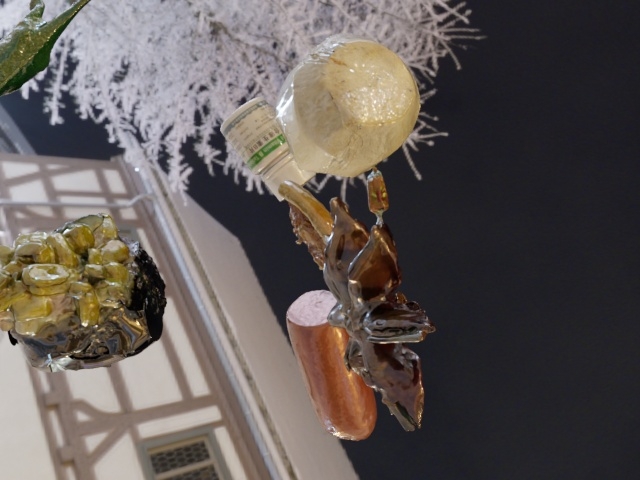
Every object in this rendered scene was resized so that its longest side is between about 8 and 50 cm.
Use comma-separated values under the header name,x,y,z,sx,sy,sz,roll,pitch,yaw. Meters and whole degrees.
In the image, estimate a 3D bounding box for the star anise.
name,x,y,z,sx,sy,sz,roll,pitch,yaw
star anise,0.062,0.089,0.721,0.288,0.088,0.288,167,-90,-78

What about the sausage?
name,x,y,z,sx,sy,sz,roll,pitch,yaw
sausage,0.024,0.211,1.001,0.113,0.113,0.259,10,-55,46

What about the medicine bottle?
name,x,y,z,sx,sy,sz,roll,pitch,yaw
medicine bottle,-0.126,-0.221,1.540,0.139,0.139,0.237,-35,-88,42

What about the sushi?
name,x,y,z,sx,sy,sz,roll,pitch,yaw
sushi,-0.512,0.081,1.305,0.328,0.285,0.329,-9,-135,12

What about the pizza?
name,x,y,z,sx,sy,sz,roll,pitch,yaw
pizza,0.001,-0.005,1.260,0.271,0.056,0.134,59,-32,-6

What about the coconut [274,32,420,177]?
name,x,y,z,sx,sy,sz,roll,pitch,yaw
coconut,0.039,-0.230,1.128,0.247,0.245,0.245,147,-65,-66

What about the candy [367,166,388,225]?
name,x,y,z,sx,sy,sz,roll,pitch,yaw
candy,0.138,-0.107,1.500,0.046,0.053,0.182,-1,-76,20

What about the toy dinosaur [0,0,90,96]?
name,x,y,z,sx,sy,sz,roll,pitch,yaw
toy dinosaur,-0.536,-0.286,1.093,0.447,0.087,0.301,-31,-130,7
